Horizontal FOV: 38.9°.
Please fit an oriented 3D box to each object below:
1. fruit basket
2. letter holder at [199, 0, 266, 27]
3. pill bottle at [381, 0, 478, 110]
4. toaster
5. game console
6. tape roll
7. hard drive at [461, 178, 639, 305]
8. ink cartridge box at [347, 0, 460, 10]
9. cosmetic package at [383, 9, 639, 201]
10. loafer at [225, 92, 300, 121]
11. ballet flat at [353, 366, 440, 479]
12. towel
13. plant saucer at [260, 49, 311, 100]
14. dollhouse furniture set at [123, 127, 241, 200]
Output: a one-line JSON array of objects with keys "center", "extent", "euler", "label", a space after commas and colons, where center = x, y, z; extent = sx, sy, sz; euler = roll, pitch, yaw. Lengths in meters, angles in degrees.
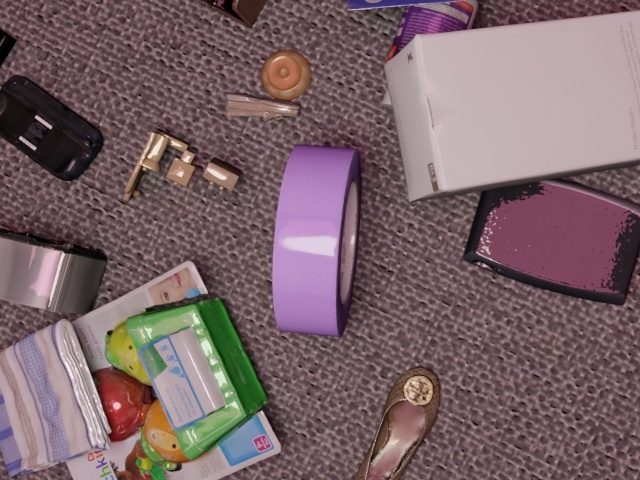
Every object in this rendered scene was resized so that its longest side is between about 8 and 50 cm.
[{"center": [-0.280, 0.248, 1.408], "extent": [0.353, 0.165, 0.327], "euler": [-25, 86, 10], "label": "fruit basket"}, {"center": [-0.118, -0.513, 1.374], "extent": [0.152, 0.214, 0.301], "euler": [30, 92, 7], "label": "letter holder"}, {"center": [0.162, -0.287, 1.385], "extent": [0.108, 0.108, 0.193], "euler": [19, 91, 8], "label": "pill bottle"}, {"center": [-0.447, 0.044, 1.423], "extent": [0.168, 0.186, 0.110], "euler": [12, 86, 7], "label": "toaster"}, {"center": [-0.533, -0.221, 1.512], "extent": [0.361, 0.044, 0.213], "euler": [36, 95, 7], "label": "game console"}, {"center": [0.000, 0.000, 1.317], "extent": [0.090, 0.275, 0.274], "euler": [4, 89, 8], "label": "tape roll"}, {"center": [0.360, -0.009, 1.379], "extent": [0.255, 0.054, 0.172], "euler": [17, 91, 8], "label": "hard drive"}, {"center": [0.148, -0.432, 1.356], "extent": [0.223, 0.045, 0.224], "euler": [-3, 47, 7], "label": "ink cartridge box"}, {"center": [0.304, -0.190, 1.282], "extent": [0.385, 0.156, 0.217], "euler": [-8, 88, -12], "label": "cosmetic package"}, {"center": [-0.093, -0.210, 1.455], "extent": [0.125, 0.045, 0.039], "euler": [12, 107, 14], "label": "loafer"}, {"center": [0.113, 0.313, 1.404], "extent": [0.084, 0.058, 0.249], "euler": [28, 93, 7], "label": "ballet flat"}, {"center": [-0.444, 0.256, 1.424], "extent": [0.285, 0.034, 0.209], "euler": [-25, 83, 38], "label": "towel"}, {"center": [-0.057, -0.268, 1.461], "extent": [0.083, 0.015, 0.083], "euler": [0, 89, 8], "label": "plant saucer"}, {"center": [-0.221, -0.086, 1.429], "extent": [0.151, 0.144, 0.123], "euler": [26, 97, -7], "label": "dollhouse furniture set"}]
